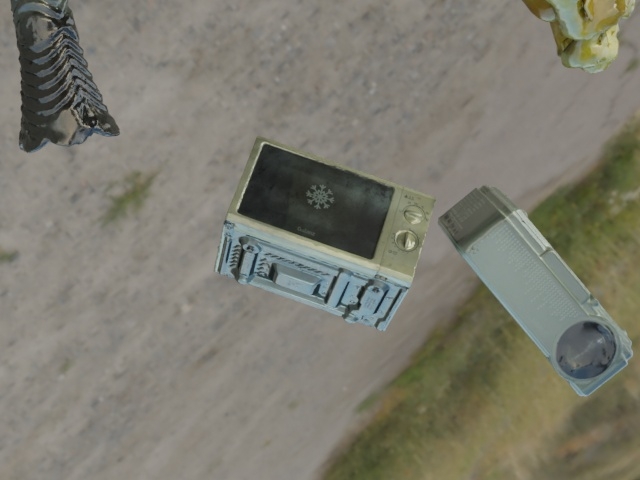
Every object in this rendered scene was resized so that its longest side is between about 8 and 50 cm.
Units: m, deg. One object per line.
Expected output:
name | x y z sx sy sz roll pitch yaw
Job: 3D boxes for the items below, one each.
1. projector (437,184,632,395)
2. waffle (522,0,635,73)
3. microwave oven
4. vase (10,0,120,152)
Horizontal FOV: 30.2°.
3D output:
projector | 0.271 0.055 1.497 0.099 0.256 0.192 -40 -170 7
waffle | 0.133 -0.261 0.627 0.325 0.068 0.302 52 43 -61
microwave oven | 0.000 0.000 1.517 0.194 0.240 0.145 111 -2 -59
vase | -0.290 -0.219 1.251 0.115 0.237 0.115 -10 -169 2
